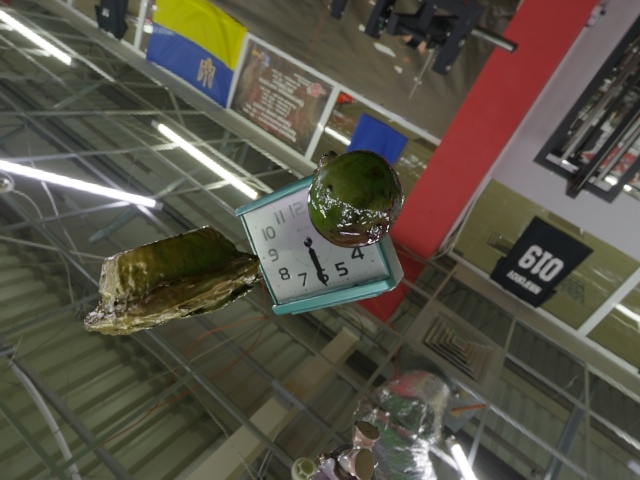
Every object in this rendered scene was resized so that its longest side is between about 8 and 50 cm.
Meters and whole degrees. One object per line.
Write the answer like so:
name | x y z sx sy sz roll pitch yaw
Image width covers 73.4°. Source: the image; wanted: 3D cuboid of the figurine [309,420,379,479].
figurine | 0.045 0.499 0.873 0.201 0.275 0.133 12 -157 -21

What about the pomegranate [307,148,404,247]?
pomegranate | 0.043 -0.054 0.537 0.131 0.130 0.130 19 -151 -11

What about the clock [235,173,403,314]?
clock | 0.000 0.000 0.790 0.116 0.263 0.230 -27 -83 -56

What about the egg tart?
egg tart | -0.233 0.053 0.669 0.288 0.289 0.118 -31 -77 -57
